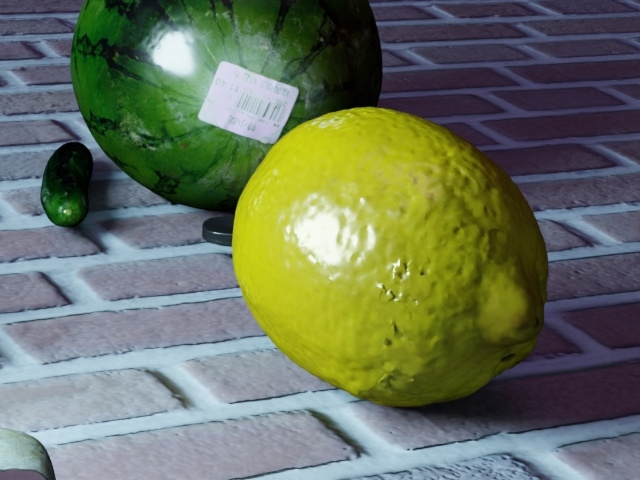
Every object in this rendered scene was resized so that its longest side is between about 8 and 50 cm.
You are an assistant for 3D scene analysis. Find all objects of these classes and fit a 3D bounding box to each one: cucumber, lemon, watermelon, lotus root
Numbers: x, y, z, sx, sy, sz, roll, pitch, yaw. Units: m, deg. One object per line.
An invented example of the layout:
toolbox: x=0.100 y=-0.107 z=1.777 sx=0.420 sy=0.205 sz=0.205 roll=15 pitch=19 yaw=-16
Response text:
cucumber: x=-0.272 y=-0.061 z=2.028 sx=0.056 sy=0.056 sz=0.284 roll=3 pitch=15 yaw=-6
lemon: x=0.062 y=0.017 z=1.616 sx=0.245 sy=0.245 sz=0.320 roll=-14 pitch=32 yaw=-43
watermelon: x=-0.102 y=-0.195 z=2.038 sx=0.363 sy=0.363 sz=0.363 roll=5 pitch=20 yaw=-2
lotus root: x=-0.221 y=0.190 z=1.300 sx=0.088 sy=0.088 sz=0.165 roll=1 pitch=31 yaw=-13

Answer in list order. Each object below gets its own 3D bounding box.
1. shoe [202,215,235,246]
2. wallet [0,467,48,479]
shoe: x=-0.034 y=-0.021 z=1.981 sx=0.179 sy=0.049 sz=0.071 roll=4 pitch=21 yaw=-5
wallet: x=-0.205 y=0.216 z=1.215 sx=0.082 sy=0.018 sz=0.157 roll=-2 pitch=50 yaw=-11
